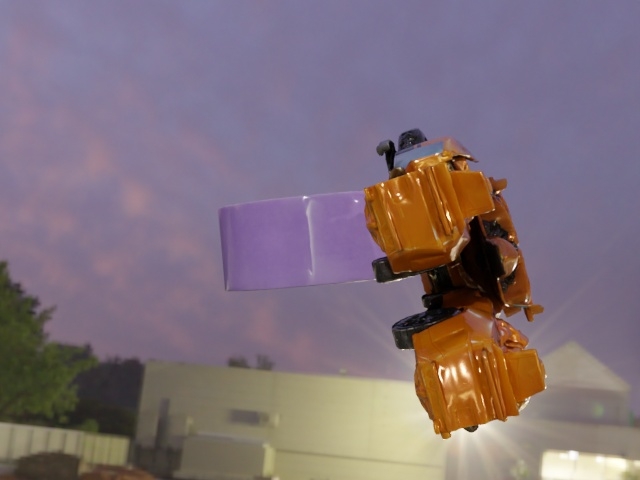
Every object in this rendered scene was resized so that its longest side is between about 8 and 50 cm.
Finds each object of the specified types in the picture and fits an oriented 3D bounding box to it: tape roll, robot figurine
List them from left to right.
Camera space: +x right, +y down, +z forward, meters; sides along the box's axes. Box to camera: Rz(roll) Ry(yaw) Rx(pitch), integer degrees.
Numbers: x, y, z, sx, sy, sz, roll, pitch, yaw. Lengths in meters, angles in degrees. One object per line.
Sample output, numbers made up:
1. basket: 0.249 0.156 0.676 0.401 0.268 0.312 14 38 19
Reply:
1. tape roll: 0.000 0.000 0.946 0.189 0.080 0.189 -6 0 0
2. robot figurine: 0.095 0.022 0.666 0.085 0.211 0.291 -16 2 13
